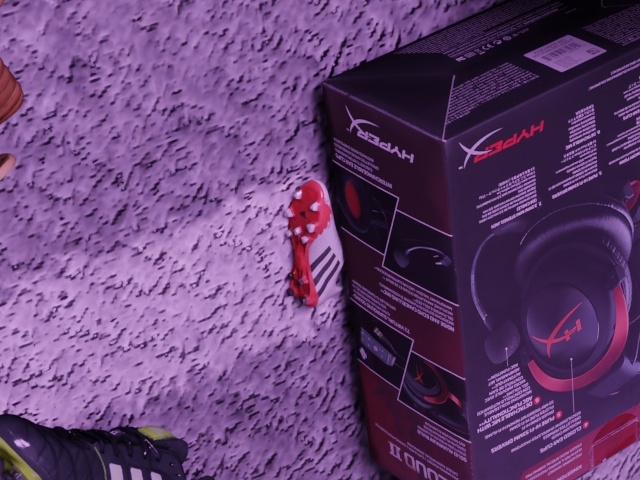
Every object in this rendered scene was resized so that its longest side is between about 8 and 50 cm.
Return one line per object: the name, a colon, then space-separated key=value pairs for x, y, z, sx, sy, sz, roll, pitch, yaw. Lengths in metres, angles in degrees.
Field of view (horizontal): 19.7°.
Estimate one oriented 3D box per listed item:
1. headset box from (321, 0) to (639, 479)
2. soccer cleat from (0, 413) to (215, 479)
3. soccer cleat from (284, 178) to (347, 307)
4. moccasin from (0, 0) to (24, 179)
headset box: x=0.131 y=0.014 z=1.076 sx=0.218 sy=0.110 sz=0.293 roll=-27 pitch=126 yaw=-27
soccer cleat: x=-0.118 y=0.127 z=1.023 sx=0.072 sy=0.060 sz=0.179 roll=-57 pitch=137 yaw=-9
soccer cleat: x=0.000 y=0.000 z=1.050 sx=0.036 sy=0.029 sz=0.083 roll=-20 pitch=126 yaw=-34
moccasin: x=-0.186 y=-0.083 z=0.827 sx=0.147 sy=0.139 sz=0.380 roll=23 pitch=91 yaw=-30
